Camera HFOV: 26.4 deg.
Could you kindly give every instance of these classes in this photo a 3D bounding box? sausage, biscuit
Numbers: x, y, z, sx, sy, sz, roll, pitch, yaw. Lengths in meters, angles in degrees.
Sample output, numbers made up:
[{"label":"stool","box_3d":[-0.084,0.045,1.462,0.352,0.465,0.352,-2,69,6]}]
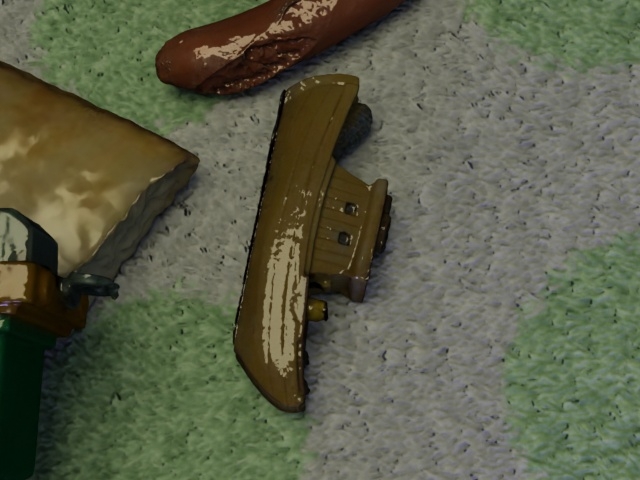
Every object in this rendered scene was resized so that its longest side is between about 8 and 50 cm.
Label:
[{"label":"sausage","box_3d":[-0.010,-0.228,1.344,0.326,0.079,0.087,-30,77,-2]},{"label":"biscuit","box_3d":[-0.407,0.006,1.301,0.446,0.104,0.429,26,74,15]}]

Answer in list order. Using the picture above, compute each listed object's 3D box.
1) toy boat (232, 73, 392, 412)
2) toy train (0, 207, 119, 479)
[{"label":"toy boat","box_3d":[0.000,0.000,1.246,0.121,0.089,0.321,10,70,1]},{"label":"toy train","box_3d":[-0.379,0.082,1.129,0.429,0.178,0.249,-1,80,6]}]
